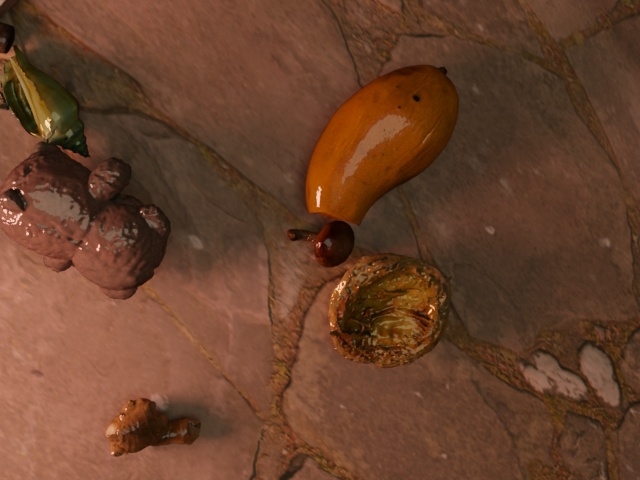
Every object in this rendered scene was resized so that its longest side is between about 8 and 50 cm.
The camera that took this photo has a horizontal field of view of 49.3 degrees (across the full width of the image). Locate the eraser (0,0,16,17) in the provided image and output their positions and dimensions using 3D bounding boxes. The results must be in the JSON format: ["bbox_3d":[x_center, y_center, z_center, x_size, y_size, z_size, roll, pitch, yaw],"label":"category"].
[{"bbox_3d":[-0.549,-0.465,1.079,0.210,0.068,0.124,41,82,-16],"label":"eraser"}]

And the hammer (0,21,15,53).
[{"bbox_3d":[-0.697,-0.378,1.053,0.440,0.044,0.168,15,89,-16],"label":"hammer"}]

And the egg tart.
[{"bbox_3d":[0.125,0.122,1.306,0.253,0.098,0.231,-22,106,-10],"label":"egg tart"}]

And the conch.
[{"bbox_3d":[-0.444,-0.212,1.124,0.201,0.079,0.095,42,95,2],"label":"conch"}]

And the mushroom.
[{"bbox_3d":[0.003,0.006,1.272,0.130,0.072,0.088,5,119,-15],"label":"mushroom"}]

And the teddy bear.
[{"bbox_3d":[-0.373,-0.031,1.110,0.267,0.151,0.236,26,116,-21],"label":"teddy bear"}]

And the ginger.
[{"bbox_3d":[-0.291,0.317,1.212,0.166,0.067,0.096,-1,94,-29],"label":"ginger"}]

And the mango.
[{"bbox_3d":[0.104,-0.177,1.252,0.359,0.144,0.187,-41,100,-7],"label":"mango"}]
